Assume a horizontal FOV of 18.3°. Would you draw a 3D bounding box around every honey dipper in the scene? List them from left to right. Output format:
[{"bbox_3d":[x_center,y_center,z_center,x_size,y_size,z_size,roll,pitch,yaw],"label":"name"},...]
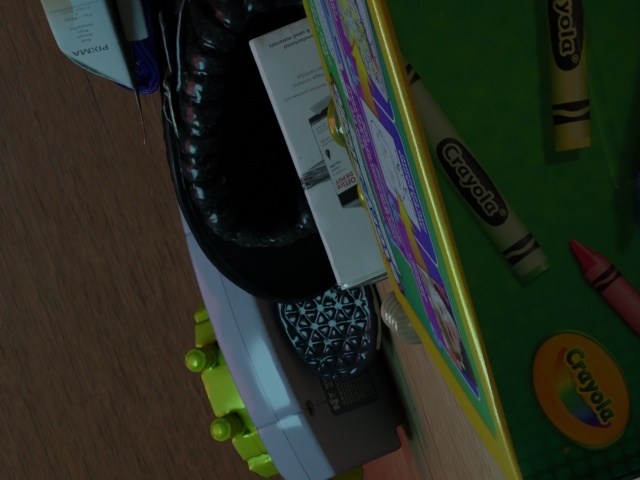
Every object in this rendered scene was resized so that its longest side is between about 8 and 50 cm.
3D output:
[{"bbox_3d":[0.073,0.064,1.252,0.161,0.030,0.030,-135,25,-70],"label":"honey dipper"}]

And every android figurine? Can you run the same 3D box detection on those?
[{"bbox_3d":[-0.033,0.119,1.782,0.273,0.056,0.248,-13,-99,-63],"label":"android figurine"}]

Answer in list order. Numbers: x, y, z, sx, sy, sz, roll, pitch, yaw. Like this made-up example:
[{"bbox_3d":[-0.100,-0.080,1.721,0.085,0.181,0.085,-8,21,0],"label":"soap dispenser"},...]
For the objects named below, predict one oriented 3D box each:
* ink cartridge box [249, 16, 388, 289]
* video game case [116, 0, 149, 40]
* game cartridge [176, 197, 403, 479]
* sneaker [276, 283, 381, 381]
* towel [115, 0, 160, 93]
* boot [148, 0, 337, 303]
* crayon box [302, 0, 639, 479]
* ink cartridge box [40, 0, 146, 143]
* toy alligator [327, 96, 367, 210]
[{"bbox_3d":[0.022,-0.048,1.037,0.099,0.056,0.135,-7,-104,-77],"label":"ink cartridge box"},{"bbox_3d":[-0.139,-0.230,1.280,0.143,0.019,0.157,-103,1,-50],"label":"video game case"},{"bbox_3d":[-0.028,0.061,1.718,0.196,0.060,0.294,-6,-105,-68],"label":"game cartridge"},{"bbox_3d":[0.000,0.000,1.663,0.234,0.084,0.097,71,-161,1],"label":"sneaker"},{"bbox_3d":[-0.199,-0.322,1.911,0.227,0.076,0.308,85,-178,-58],"label":"towel"},{"bbox_3d":[-0.029,-0.055,1.268,0.260,0.131,0.348,-117,9,-57],"label":"boot"},{"bbox_3d":[0.045,-0.075,0.634,0.165,0.081,0.278,-119,10,-64],"label":"crayon box"},{"bbox_3d":[-0.156,-0.167,1.306,0.179,0.045,0.145,82,176,-54],"label":"ink cartridge box"},{"bbox_3d":[0.055,-0.028,0.954,0.051,0.056,0.189,-52,-52,-40],"label":"toy alligator"}]
